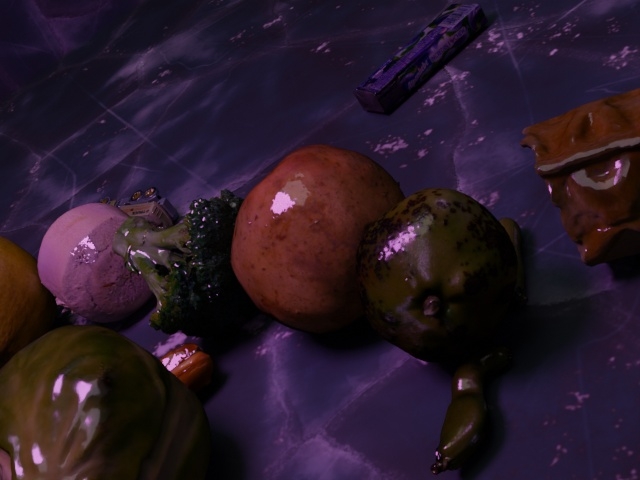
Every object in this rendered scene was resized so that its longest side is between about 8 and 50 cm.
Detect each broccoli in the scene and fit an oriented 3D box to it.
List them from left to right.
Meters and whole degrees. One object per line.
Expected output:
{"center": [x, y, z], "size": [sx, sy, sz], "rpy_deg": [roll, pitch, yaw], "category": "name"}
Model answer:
{"center": [-0.214, 0.028, 1.658], "size": [0.269, 0.269, 0.254], "rpy_deg": [17, 87, 51], "category": "broccoli"}

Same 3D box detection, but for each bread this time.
{"center": [0.424, -0.094, 1.316], "size": [0.252, 0.238, 0.196], "rpy_deg": [-26, -5, 20], "category": "bread"}

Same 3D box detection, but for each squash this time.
{"center": [0.265, 0.031, 1.426], "size": [0.052, 0.052, 0.183], "rpy_deg": [-18, 38, 22], "category": "squash"}

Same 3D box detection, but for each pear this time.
{"center": [-0.635, 0.153, 1.846], "size": [0.287, 0.287, 0.375], "rpy_deg": [-32, 45, 2], "category": "pear"}

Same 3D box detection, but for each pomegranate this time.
{"center": [0.000, 0.000, 1.496], "size": [0.281, 0.281, 0.281], "rpy_deg": [-23, 33, 16], "category": "pomegranate"}
{"center": [0.176, 0.043, 1.340], "size": [0.204, 0.276, 0.222], "rpy_deg": [40, 115, 32], "category": "pomegranate"}

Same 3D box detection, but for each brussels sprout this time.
{"center": [-0.308, 0.285, 1.350], "size": [0.315, 0.276, 0.371], "rpy_deg": [-28, 47, -8], "category": "brussels sprout"}

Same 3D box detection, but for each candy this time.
{"center": [0.202, -0.370, 2.012], "size": [0.312, 0.061, 0.088], "rpy_deg": [-42, 32, -16], "category": "candy"}

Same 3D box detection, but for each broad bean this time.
{"center": [0.185, 0.211, 1.247], "size": [0.070, 0.048, 0.213], "rpy_deg": [-6, 38, 38], "category": "broad bean"}

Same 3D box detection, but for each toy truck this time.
{"center": [-0.390, -0.033, 2.055], "size": [0.191, 0.085, 0.116], "rpy_deg": [-9, 44, 30], "category": "toy truck"}

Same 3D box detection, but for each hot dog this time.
{"center": [-0.282, 0.259, 1.570], "size": [0.269, 0.072, 0.115], "rpy_deg": [-37, 32, -3], "category": "hot dog"}

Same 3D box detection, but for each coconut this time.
{"center": [-0.413, 0.040, 1.864], "size": [0.234, 0.224, 0.224], "rpy_deg": [12, 53, 46], "category": "coconut"}
